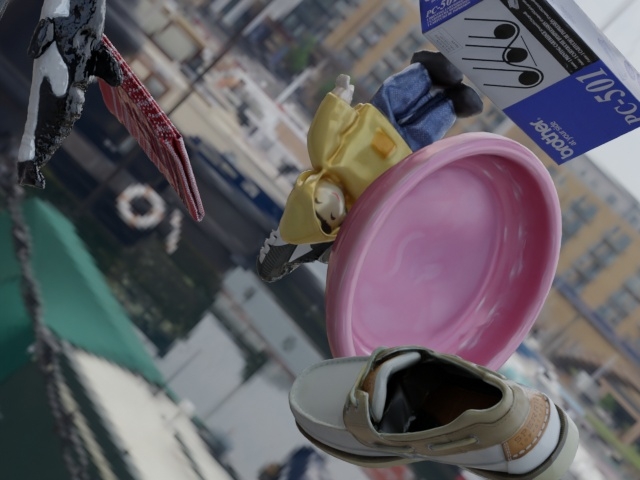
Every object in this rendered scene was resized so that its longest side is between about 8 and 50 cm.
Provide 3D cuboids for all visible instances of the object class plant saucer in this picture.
[{"bbox_3d":[0.129,0.030,1.636,0.084,0.332,0.332,33,-7,46],"label":"plant saucer"}]

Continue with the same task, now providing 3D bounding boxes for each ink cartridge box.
[{"bbox_3d":[0.179,-0.148,1.182,0.207,0.097,0.046,37,38,-39],"label":"ink cartridge box"}]

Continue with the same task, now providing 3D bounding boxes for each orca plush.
[{"bbox_3d":[-0.294,-0.198,1.748,0.102,0.287,0.151,13,-10,2],"label":"orca plush"}]

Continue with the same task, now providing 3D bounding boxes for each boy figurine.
[{"bbox_3d":[0.054,-0.105,1.668,0.092,0.285,0.177,8,-45,56],"label":"boy figurine"}]

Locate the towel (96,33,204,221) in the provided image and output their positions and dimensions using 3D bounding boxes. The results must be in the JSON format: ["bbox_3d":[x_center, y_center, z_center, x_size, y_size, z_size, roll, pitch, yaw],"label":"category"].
[{"bbox_3d":[-0.261,-0.171,2.127,0.275,0.031,0.199,51,-15,32],"label":"towel"}]

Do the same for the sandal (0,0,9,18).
[{"bbox_3d":[-0.340,-0.405,1.554,0.168,0.445,0.107,17,-25,-9],"label":"sandal"}]

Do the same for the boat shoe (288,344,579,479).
[{"bbox_3d":[0.077,0.137,1.265,0.302,0.113,0.103,1,-34,43],"label":"boat shoe"}]

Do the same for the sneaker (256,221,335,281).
[{"bbox_3d":[0.000,0.000,2.103,0.078,0.234,0.106,8,44,-57],"label":"sneaker"}]
